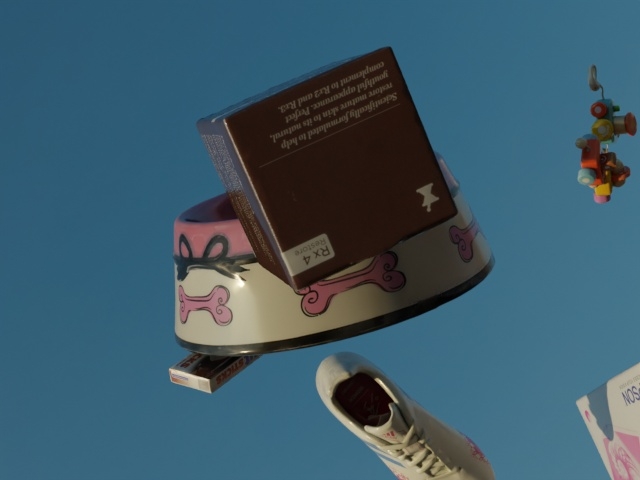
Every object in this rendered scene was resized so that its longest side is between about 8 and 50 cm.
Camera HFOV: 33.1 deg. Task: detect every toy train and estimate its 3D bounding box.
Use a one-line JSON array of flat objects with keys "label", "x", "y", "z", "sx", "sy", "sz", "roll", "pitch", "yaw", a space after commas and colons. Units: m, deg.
[{"label": "toy train", "x": 0.323, "y": -0.114, "z": 1.203, "sx": 0.125, "sy": 0.046, "sz": 0.166, "roll": 59, "pitch": -143, "yaw": -47}]

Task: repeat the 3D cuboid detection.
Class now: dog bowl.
[{"label": "dog bowl", "x": 0.000, "y": 0.000, "z": 1.326, "sx": 0.408, "sy": 0.408, "sz": 0.150, "roll": -21, "pitch": -77, "yaw": -30}]

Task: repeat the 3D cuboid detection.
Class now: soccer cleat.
[{"label": "soccer cleat", "x": 0.124, "y": 0.292, "z": 1.573, "sx": 0.116, "sy": 0.331, "sz": 0.143, "roll": -51, "pitch": 5, "yaw": 1}]

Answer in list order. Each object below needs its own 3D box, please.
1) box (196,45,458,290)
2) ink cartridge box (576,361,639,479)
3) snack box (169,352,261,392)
[{"label": "box", "x": -0.001, "y": -0.071, "z": 1.026, "sx": 0.168, "sy": 0.203, "sz": 0.167, "roll": -25, "pitch": -80, "yaw": -10}, {"label": "ink cartridge box", "x": 0.524, "y": 0.353, "z": 1.618, "sx": 0.071, "sy": 0.330, "sz": 0.324, "roll": -19, "pitch": -17, "yaw": -11}, {"label": "snack box", "x": -0.101, "y": 0.129, "z": 1.307, "sx": 0.178, "sy": 0.064, "sz": 0.022, "roll": -34, "pitch": -56, "yaw": -48}]
